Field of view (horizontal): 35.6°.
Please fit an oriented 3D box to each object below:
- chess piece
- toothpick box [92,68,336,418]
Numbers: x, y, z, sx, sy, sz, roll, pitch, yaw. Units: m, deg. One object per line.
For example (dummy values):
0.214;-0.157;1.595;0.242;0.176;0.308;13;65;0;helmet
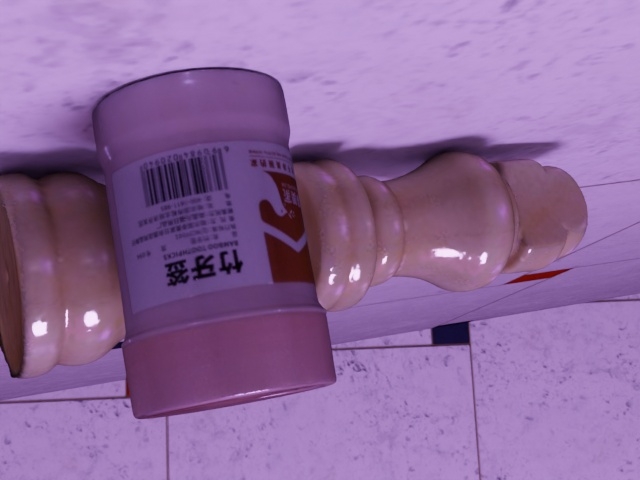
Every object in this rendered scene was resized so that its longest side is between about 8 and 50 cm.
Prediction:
0.000;0.000;0.632;0.397;0.117;0.117;-7;169;-26;chess piece
-0.053;0.004;0.482;0.098;0.149;0.098;-10;169;-2;toothpick box
